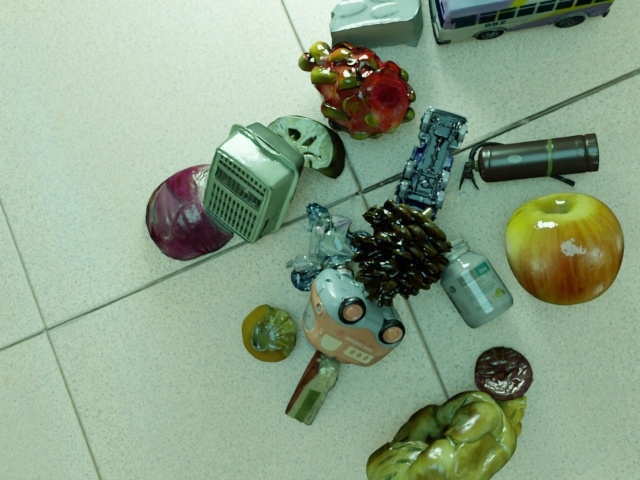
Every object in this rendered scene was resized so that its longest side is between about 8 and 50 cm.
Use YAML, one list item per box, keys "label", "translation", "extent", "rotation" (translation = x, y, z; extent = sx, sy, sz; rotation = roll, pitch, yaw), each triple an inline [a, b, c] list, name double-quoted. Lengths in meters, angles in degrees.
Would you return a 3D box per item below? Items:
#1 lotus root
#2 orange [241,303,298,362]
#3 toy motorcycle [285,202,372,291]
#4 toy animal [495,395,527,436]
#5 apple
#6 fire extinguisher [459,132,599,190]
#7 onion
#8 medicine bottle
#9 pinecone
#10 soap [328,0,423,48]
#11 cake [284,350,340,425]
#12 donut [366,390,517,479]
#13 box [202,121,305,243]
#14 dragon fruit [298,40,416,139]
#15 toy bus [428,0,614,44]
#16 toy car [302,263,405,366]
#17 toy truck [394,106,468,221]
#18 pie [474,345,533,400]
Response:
- label: "lotus root"
  translation: [-0.043, -0.259, 1.813]
  extent: [0.234, 0.119, 0.138]
  rotation: [22, 92, 12]
- label: "orange"
  translation: [-0.136, 0.249, 1.805]
  extent: [0.156, 0.134, 0.157]
  rotation: [2, 100, 13]
- label: "toy motorcycle"
  translation: [0.000, 0.001, 1.807]
  extent: [0.239, 0.108, 0.204]
  rotation: [-30, 88, -18]
- label: "toy animal"
  translation: [0.481, 0.462, 1.732]
  extent: [0.070, 0.083, 0.159]
  rotation: [-7, 98, -18]
- label: "apple"
  translation: [0.576, 0.020, 1.621]
  extent: [0.286, 0.286, 0.233]
  rotation: [-13, 115, 9]
- label: "fire extinguisher"
  translation: [0.519, -0.191, 1.727]
  extent: [0.341, 0.105, 0.141]
  rotation: [-6, 105, 16]
- label: "onion"
  translation: [-0.379, -0.073, 1.869]
  extent: [0.247, 0.111, 0.250]
  rotation: [-19, 86, 7]
- label: "medicine bottle"
  translation: [0.376, 0.101, 1.720]
  extent: [0.135, 0.135, 0.215]
  rotation: [-33, 83, 7]
- label: "pinecone"
  translation: [0.185, 0.025, 1.617]
  extent: [0.243, 0.243, 0.257]
  rotation: [39, 54, 9]
- label: "soap"
  translation: [0.130, -0.665, 1.785]
  extent: [0.257, 0.159, 0.302]
  rotation: [-6, 85, 11]
- label: "cake"
  translation: [-0.018, 0.389, 1.786]
  extent: [0.086, 0.117, 0.220]
  rotation: [28, 92, 4]
- label: "donut"
  translation: [0.283, 0.498, 1.616]
  extent: [0.360, 0.360, 0.170]
  rotation: [-34, 89, 7]
- label: "box"
  translation: [-0.172, -0.148, 1.747]
  extent: [0.220, 0.290, 0.166]
  rotation: [38, 53, 8]
- label: "dragon fruit"
  translation: [0.095, -0.399, 1.747]
  extent: [0.243, 0.227, 0.307]
  rotation: [-24, 90, 46]
- label: "toy bus"
  translation: [0.487, -0.640, 1.672]
  extent: [0.439, 0.249, 0.209]
  rotation: [-7, 86, 9]
- label: "toy car"
  translation: [0.069, 0.209, 1.723]
  extent: [0.270, 0.180, 0.212]
  rotation: [31, 110, -23]
- label: "toy truck"
  translation: [0.283, -0.192, 1.741]
  extent: [0.124, 0.155, 0.268]
  rotation: [19, 88, 10]
- label: "pie"
  translation: [0.457, 0.334, 1.711]
  extent: [0.154, 0.036, 0.154]
  rotation: [-13, 45, 13]
